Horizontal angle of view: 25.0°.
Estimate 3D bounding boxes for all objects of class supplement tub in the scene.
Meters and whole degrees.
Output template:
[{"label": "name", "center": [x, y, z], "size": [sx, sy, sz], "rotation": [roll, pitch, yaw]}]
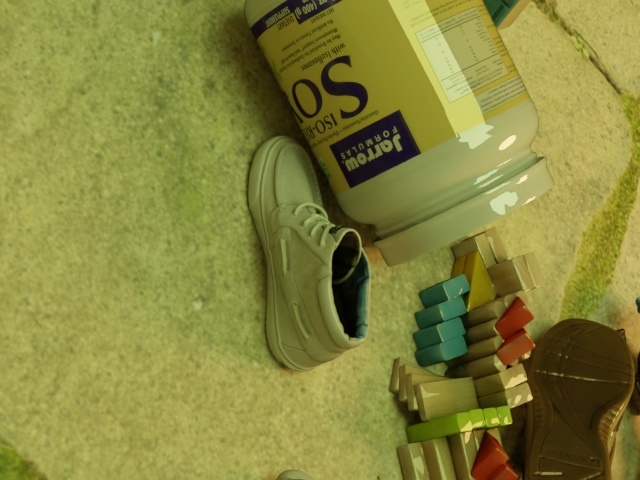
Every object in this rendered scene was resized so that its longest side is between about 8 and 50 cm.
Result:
[{"label": "supplement tub", "center": [0.088, -0.164, 1.555], "size": [0.241, 0.241, 0.331], "rotation": [-28, 92, -42]}]

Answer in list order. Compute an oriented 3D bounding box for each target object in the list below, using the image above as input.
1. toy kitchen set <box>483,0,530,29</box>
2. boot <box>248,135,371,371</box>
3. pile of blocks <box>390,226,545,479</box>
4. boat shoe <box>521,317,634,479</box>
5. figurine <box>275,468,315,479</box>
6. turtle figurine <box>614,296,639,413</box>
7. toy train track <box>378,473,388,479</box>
[{"label": "toy kitchen set", "center": [0.156, -0.364, 1.793], "size": [0.166, 0.122, 0.207], "rotation": [-23, 69, -42]}, {"label": "boot", "center": [0.000, 0.000, 1.499], "size": [0.095, 0.123, 0.258], "rotation": [4, 71, -38]}, {"label": "pile of blocks", "center": [0.173, 0.133, 1.601], "size": [0.149, 0.112, 0.362], "rotation": [25, 59, -31]}, {"label": "boat shoe", "center": [0.284, 0.231, 1.667], "size": [0.123, 0.123, 0.342], "rotation": [14, 41, 3]}, {"label": "figurine", "center": [0.023, 0.359, 1.422], "size": [0.209, 0.092, 0.215], "rotation": [37, 53, -33]}, {"label": "turtle figurine", "center": [0.497, 0.205, 1.786], "size": [0.274, 0.197, 0.266], "rotation": [27, 62, -25]}, {"label": "toy train track", "center": [0.064, 0.275, 1.524], "size": [0.083, 0.014, 0.048], "rotation": [-16, 84, -41]}]
